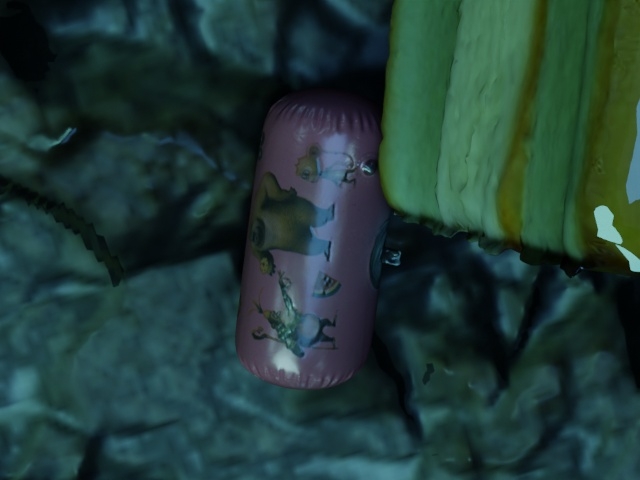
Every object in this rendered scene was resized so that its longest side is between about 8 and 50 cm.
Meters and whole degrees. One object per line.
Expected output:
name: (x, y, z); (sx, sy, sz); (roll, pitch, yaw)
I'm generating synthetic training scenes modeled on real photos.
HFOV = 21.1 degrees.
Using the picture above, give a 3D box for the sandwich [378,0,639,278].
sandwich: (0.146, -0.092, 0.407); (0.227, 0.155, 0.198); (1, 96, -17)

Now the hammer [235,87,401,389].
hammer: (0.000, 0.000, 0.472); (0.043, 0.043, 0.083); (8, 99, -7)
